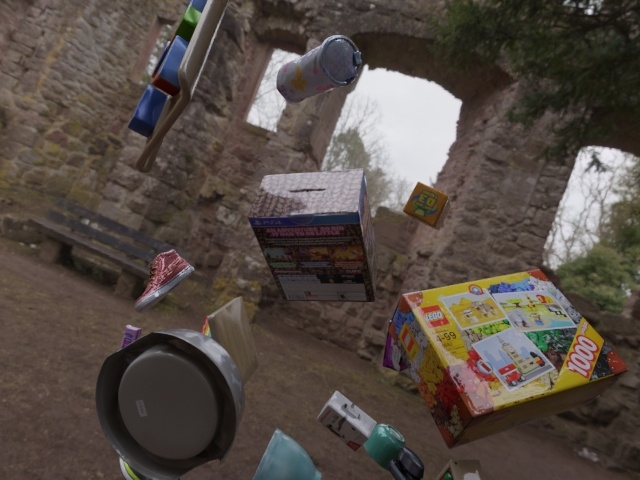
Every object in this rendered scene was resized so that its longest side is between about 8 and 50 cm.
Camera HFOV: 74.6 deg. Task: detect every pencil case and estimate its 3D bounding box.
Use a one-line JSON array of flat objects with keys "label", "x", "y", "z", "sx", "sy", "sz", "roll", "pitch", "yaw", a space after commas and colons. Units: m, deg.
[{"label": "pencil case", "x": -0.012, "y": -0.438, "z": 1.093, "sx": 0.273, "sy": 0.124, "sz": 0.114, "roll": 10, "pitch": -47, "yaw": 58}]

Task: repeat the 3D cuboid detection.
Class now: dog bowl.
[{"label": "dog bowl", "x": -0.332, "y": 0.363, "z": 0.960, "sx": 0.348, "sy": 0.349, "sz": 0.102, "roll": 21, "pitch": 10, "yaw": 11}]

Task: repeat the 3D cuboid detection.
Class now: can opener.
[{"label": "can opener", "x": 0.196, "y": 0.502, "z": 0.835, "sx": 0.059, "sy": 0.073, "sz": 0.186, "roll": -3, "pitch": 21, "yaw": -21}]

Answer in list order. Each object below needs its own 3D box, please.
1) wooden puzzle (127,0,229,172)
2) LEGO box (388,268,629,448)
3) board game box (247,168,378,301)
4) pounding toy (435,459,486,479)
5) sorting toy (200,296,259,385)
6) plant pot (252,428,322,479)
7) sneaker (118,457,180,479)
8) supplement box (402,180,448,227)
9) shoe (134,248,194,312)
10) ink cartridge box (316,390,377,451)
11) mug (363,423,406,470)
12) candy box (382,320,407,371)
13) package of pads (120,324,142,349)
[{"label": "wooden puzzle", "x": -0.308, "y": -0.348, "z": 0.879, "sx": 0.080, "sy": 0.323, "sz": 0.347, "roll": 23, "pitch": -30, "yaw": -26}, {"label": "LEGO box", "x": 0.507, "y": 0.309, "z": 1.199, "sx": 0.498, "sy": 0.193, "sz": 0.373, "roll": -8, "pitch": 46, "yaw": -18}, {"label": "board game box", "x": 0.000, "y": 0.000, "z": 0.965, "sx": 0.231, "sy": 0.141, "sz": 0.291, "roll": -1, "pitch": -44, "yaw": 14}, {"label": "pounding toy", "x": 0.358, "y": 0.696, "z": 1.056, "sx": 0.094, "sy": 0.181, "sz": 0.206, "roll": 4, "pitch": 40, "yaw": -8}, {"label": "sorting toy", "x": -0.311, "y": 0.346, "z": 1.394, "sx": 0.089, "sy": 0.258, "sz": 0.255, "roll": -13, "pitch": 4, "yaw": 10}, {"label": "plant pot", "x": -0.115, "y": 0.778, "z": 1.320, "sx": 0.196, "sy": 0.294, "sz": 0.293, "roll": 23, "pitch": -3, "yaw": 7}, {"label": "sneaker", "x": -0.509, "y": 0.737, "z": 1.303, "sx": 0.299, "sy": 0.121, "sz": 0.111, "roll": 37, "pitch": -32, "yaw": 21}, {"label": "supplement box", "x": 0.251, "y": -0.074, "z": 0.971, "sx": 0.077, "sy": 0.080, "sz": 0.233, "roll": 28, "pitch": 10, "yaw": 16}, {"label": "shoe", "x": -0.384, "y": 0.091, "z": 0.988, "sx": 0.081, "sy": 0.178, "sz": 0.063, "roll": 47, "pitch": -49, "yaw": -3}, {"label": "ink cartridge box", "x": 0.068, "y": 0.486, "z": 1.130, "sx": 0.135, "sy": 0.099, "sz": 0.056, "roll": 35, "pitch": 41, "yaw": 12}, {"label": "mug", "x": 0.231, "y": 0.686, "z": 1.400, "sx": 0.157, "sy": 0.097, "sz": 0.129, "roll": 37, "pitch": 2, "yaw": -10}, {"label": "candy box", "x": 0.312, "y": 0.357, "z": 1.485, "sx": 0.071, "sy": 0.160, "sz": 0.233, "roll": 10, "pitch": 4, "yaw": 35}, {"label": "package of pads", "x": -0.626, "y": 0.325, "z": 1.388, "sx": 0.050, "sy": 0.084, "sz": 0.032, "roll": 14, "pitch": -2, "yaw": 16}]
